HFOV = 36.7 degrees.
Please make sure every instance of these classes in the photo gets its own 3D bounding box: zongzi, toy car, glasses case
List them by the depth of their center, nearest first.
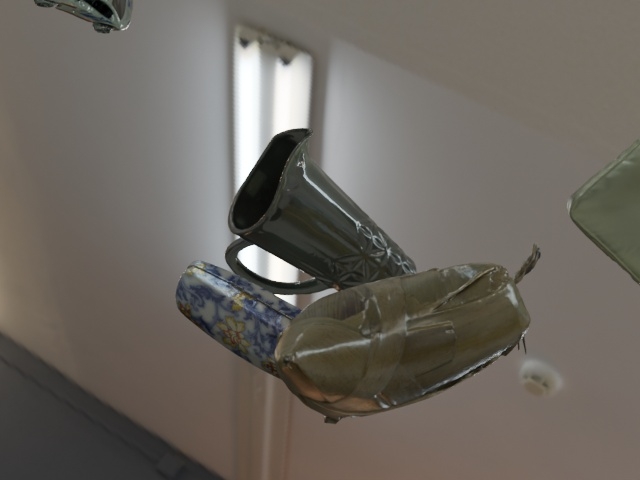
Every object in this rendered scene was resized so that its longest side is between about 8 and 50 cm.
[{"bbox_3d":[0.065,0.050,0.575,0.178,0.189,0.081,76,-4,-79],"label":"zongzi"},{"bbox_3d":[-0.067,0.110,1.176,0.248,0.065,0.087,29,-50,13],"label":"glasses case"},{"bbox_3d":[-0.295,-0.326,1.223,0.056,0.205,0.095,0,-94,25],"label":"toy car"}]

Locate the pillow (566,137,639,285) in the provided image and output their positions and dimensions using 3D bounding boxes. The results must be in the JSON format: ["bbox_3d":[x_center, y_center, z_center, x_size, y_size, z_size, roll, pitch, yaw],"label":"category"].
[{"bbox_3d":[0.564,-0.020,1.453,0.322,0.255,0.120,47,10,-1],"label":"pillow"}]

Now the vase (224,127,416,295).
[{"bbox_3d":[0.000,0.000,1.443,0.301,0.156,0.251,36,-68,-28],"label":"vase"}]
